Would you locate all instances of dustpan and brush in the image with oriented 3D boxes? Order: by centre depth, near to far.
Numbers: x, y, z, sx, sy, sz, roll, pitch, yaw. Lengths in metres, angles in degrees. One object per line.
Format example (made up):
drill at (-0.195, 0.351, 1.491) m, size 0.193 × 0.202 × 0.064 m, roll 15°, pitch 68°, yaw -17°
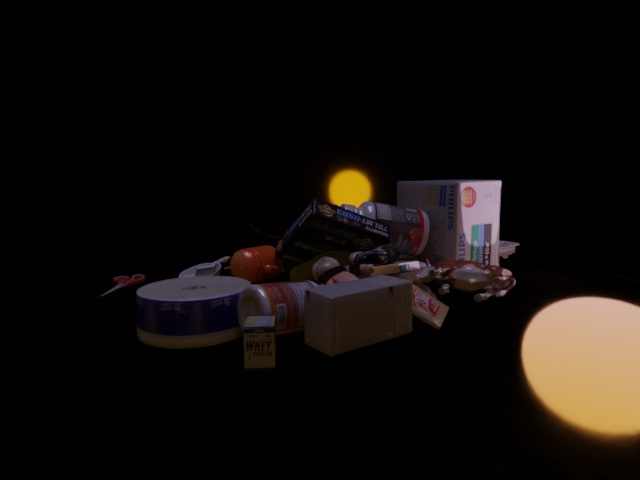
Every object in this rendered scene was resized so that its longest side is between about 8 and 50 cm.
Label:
dustpan and brush at (-0.416, 0.103, 1.652) m, size 0.147 × 0.060 × 0.211 m, roll 3°, pitch 8°, yaw 29°

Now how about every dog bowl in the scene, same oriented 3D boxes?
dog bowl at (-0.291, 0.158, 1.019) m, size 0.265 × 0.104 × 0.265 m, roll -1°, pitch 7°, yaw 0°

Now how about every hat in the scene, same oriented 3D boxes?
hat at (-0.123, 0.016, 1.619) m, size 0.209 × 0.172 × 0.183 m, roll -20°, pitch -38°, yaw 12°

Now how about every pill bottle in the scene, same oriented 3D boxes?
pill bottle at (-0.065, 0.151, 0.968) m, size 0.216 × 0.121 × 0.121 m, roll 0°, pitch 5°, yaw -41°
pill bottle at (0.223, -0.049, 1.604) m, size 0.319 × 0.176 × 0.176 m, roll 8°, pitch 5°, yaw -11°

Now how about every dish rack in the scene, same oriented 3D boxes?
dish rack at (0.709, 0.045, 1.998) m, size 0.333 × 0.072 × 0.286 m, roll -5°, pitch 9°, yaw -34°

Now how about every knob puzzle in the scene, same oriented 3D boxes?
knob puzzle at (0.225, 0.151, 1.104) m, size 0.213 × 0.030 × 0.213 m, roll 24°, pitch 19°, yaw -9°

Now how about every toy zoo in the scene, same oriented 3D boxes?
toy zoo at (0.176, 0.104, 1.380) m, size 0.193 × 0.030 × 0.293 m, roll -5°, pitch -9°, yaw -30°

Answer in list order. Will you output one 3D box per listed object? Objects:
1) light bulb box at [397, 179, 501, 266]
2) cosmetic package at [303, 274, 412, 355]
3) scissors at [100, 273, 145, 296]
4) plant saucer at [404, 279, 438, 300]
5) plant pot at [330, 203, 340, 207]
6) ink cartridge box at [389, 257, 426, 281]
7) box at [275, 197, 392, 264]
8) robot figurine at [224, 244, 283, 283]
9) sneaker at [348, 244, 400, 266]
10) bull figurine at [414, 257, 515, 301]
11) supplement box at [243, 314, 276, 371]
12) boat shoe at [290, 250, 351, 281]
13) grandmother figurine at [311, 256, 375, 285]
light bulb box at (0.492, -0.060, 1.708) m, size 0.225 × 0.357 × 0.361 m, roll -6°, pitch 10°, yaw -26°
cosmetic package at (0.085, 0.154, 0.940) m, size 0.238 × 0.127 × 0.107 m, roll -8°, pitch 11°, yaw -39°
scissors at (-0.660, 0.148, 1.463) m, size 0.109 × 0.021 × 0.297 m, roll -1°, pitch 5°, yaw -17°
plant saucer at (0.202, 0.156, 1.273) m, size 0.278 × 0.041 × 0.278 m, roll 0°, pitch 7°, yaw 0°
plant pot at (0.000, 0.000, 1.839) m, size 0.229 × 0.262 × 0.263 m, roll -27°, pitch 22°, yaw -36°
ink cartridge box at (0.316, 0.107, 1.558) m, size 0.105 × 0.061 × 0.181 m, roll -2°, pitch 7°, yaw -10°
box at (0.037, 0.003, 1.468) m, size 0.296 × 0.073 × 0.293 m, roll 18°, pitch -38°, yaw -24°
robot figurine at (-0.223, 0.084, 1.523) m, size 0.219 × 0.128 × 0.158 m, roll -9°, pitch 52°, yaw -51°
sneaker at (0.183, 0.058, 1.362) m, size 0.178 × 0.071 × 0.077 m, roll -15°, pitch 7°, yaw -26°
bull figurine at (0.433, 0.116, 1.342) m, size 0.311 × 0.101 × 0.188 m, roll 1°, pitch 11°, yaw 27°
supplement box at (-0.112, 0.191, 0.817) m, size 0.056 × 0.083 × 0.083 m, roll -2°, pitch 6°, yaw -4°
boat shoe at (0.011, 0.088, 1.481) m, size 0.233 × 0.084 × 0.079 m, roll -20°, pitch -8°, yaw 21°
grandmother figurine at (0.054, 0.115, 1.207) m, size 0.208 × 0.104 × 0.342 m, roll -20°, pitch 16°, yaw -12°
